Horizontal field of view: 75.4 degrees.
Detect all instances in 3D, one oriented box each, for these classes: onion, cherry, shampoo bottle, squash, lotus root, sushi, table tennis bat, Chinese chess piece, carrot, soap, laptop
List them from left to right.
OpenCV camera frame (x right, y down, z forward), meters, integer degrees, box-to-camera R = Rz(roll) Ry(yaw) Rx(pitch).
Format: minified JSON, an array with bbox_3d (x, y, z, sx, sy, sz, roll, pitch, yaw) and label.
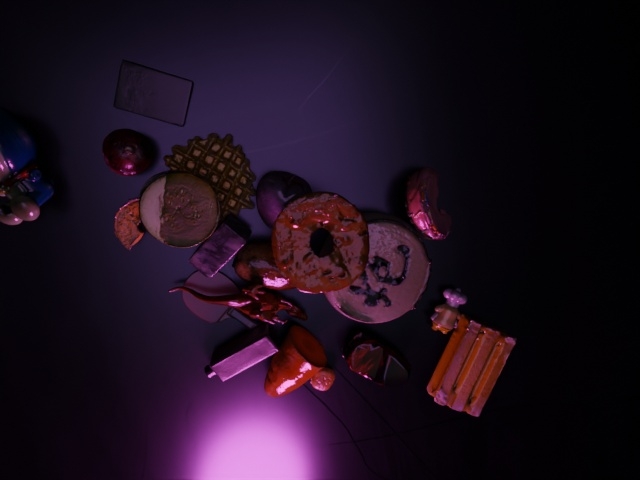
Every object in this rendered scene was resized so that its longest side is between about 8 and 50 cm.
[{"bbox_3d":[-0.528,-0.243,1.134,0.131,0.131,0.131,-2,100,-9],"label":"onion"},{"bbox_3d":[-0.469,-0.412,1.165,0.197,0.016,0.135,15,99,-10],"label":"laptop"},{"bbox_3d":[-0.382,-0.079,1.112,0.220,0.133,0.220,-3,101,-15],"label":"squash"},{"bbox_3d":[-0.304,0.201,1.297,0.274,0.021,0.154,40,88,-13],"label":"table tennis bat"},{"bbox_3d":[-0.249,0.354,1.291,0.246,0.080,0.079,-29,110,5],"label":"shampoo bottle"},{"bbox_3d":[-0.133,0.080,1.250,0.260,0.128,0.145,14,109,-14],"label":"lotus root"},{"bbox_3d":[-0.105,-0.119,1.214,0.176,0.140,0.176,2,121,3],"label":"cherry"},{"bbox_3d":[-0.098,0.404,1.320,0.159,0.159,0.225,35,107,-13],"label":"carrot"},{"bbox_3d":[0.165,0.085,1.288,0.349,0.146,0.349,-1,100,-8],"label":"Chinese chess piece"},{"bbox_3d":[0.185,0.390,1.362,0.225,0.126,0.136,29,96,-7],"label":"sushi"},{"bbox_3d":[0.518,0.431,1.437,0.199,0.091,0.315,21,97,-11],"label":"soap"}]

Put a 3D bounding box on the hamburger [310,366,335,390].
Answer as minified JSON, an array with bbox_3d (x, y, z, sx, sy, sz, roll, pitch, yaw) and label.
[{"bbox_3d":[0.008,0.461,1.383,0.076,0.044,0.083,17,94,-12],"label":"hamburger"}]

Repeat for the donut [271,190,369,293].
[{"bbox_3d":[0.000,-0.003,1.126,0.278,0.108,0.277,-1,104,-4],"label":"donut"}]

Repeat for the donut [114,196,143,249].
[{"bbox_3d":[-0.495,-0.056,1.195,0.181,0.078,0.146,-8,100,-2],"label":"donut"}]

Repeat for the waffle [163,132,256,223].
[{"bbox_3d":[-0.316,-0.176,1.211,0.250,0.056,0.261,-15,100,-8],"label":"waffle"}]

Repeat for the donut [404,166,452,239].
[{"bbox_3d":[0.326,-0.105,1.274,0.085,0.199,0.232,-11,103,35],"label":"donut"}]

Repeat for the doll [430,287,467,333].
[{"bbox_3d":[0.436,0.235,1.402,0.106,0.062,0.162,22,96,-16],"label":"doll"}]

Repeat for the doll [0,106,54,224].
[{"bbox_3d":[-0.821,-0.209,1.062,0.199,0.186,0.322,-5,122,22],"label":"doll"}]

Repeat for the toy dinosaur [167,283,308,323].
[{"bbox_3d":[-0.213,0.172,1.208,0.432,0.208,0.097,18,78,-18],"label":"toy dinosaur"}]

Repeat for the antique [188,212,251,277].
[{"bbox_3d":[-0.297,0.020,1.212,0.086,0.088,0.183,42,108,-14],"label":"antique"}]
